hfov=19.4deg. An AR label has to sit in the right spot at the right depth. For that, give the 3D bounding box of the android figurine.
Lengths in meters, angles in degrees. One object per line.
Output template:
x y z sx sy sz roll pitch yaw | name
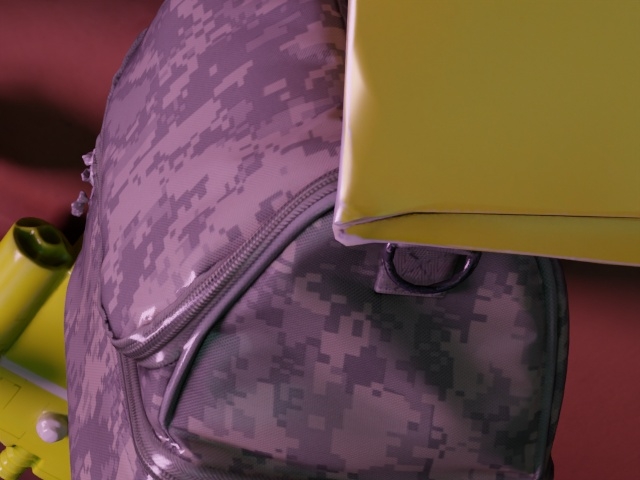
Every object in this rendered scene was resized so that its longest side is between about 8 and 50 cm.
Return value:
-0.103 0.080 1.144 0.248 0.056 0.273 32 126 -18 | android figurine

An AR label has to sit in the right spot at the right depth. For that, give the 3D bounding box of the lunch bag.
0.000 0.000 0.879 0.213 0.305 0.256 10 123 -15 | lunch bag

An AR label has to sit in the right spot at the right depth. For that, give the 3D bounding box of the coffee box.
0.196 -0.193 0.616 0.338 0.334 0.337 6 112 8 | coffee box
